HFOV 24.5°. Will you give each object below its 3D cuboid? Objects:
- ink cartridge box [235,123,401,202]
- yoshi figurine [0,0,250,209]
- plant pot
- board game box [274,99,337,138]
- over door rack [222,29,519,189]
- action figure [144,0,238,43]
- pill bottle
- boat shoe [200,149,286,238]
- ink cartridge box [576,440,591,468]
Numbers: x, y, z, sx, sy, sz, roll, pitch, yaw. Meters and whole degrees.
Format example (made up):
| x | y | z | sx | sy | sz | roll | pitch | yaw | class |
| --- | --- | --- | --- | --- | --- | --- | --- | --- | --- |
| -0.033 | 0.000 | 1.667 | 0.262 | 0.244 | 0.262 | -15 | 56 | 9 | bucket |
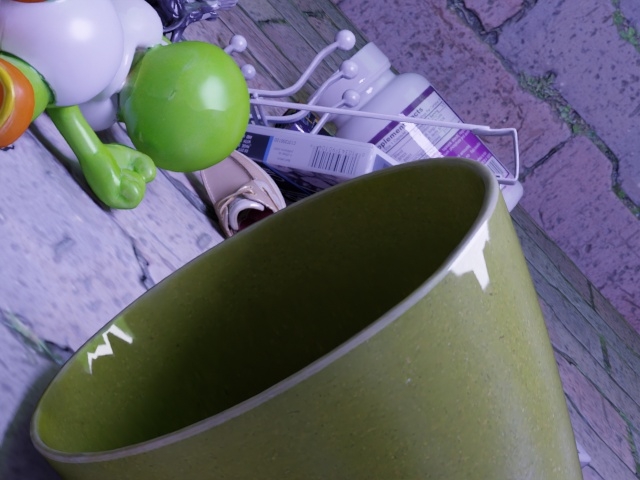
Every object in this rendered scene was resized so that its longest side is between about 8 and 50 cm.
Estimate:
| x | y | z | sx | sy | sz | roll | pitch | yaw | class |
| --- | --- | --- | --- | --- | --- | --- | --- | --- | --- |
| 0.025 | -0.061 | 1.560 | 0.206 | 0.045 | 0.208 | 12 | -10 | 38 | ink cartridge box |
| -0.157 | -0.134 | 1.137 | 0.203 | 0.203 | 0.362 | 66 | 13 | 7 | yoshi figurine |
| 0.037 | 0.149 | 0.806 | 0.293 | 0.274 | 0.275 | 60 | 9 | -16 | plant pot |
| 0.014 | -0.089 | 1.840 | 0.170 | 0.048 | 0.141 | 45 | 12 | -12 | board game box |
| 0.058 | -0.129 | 1.567 | 0.324 | 0.108 | 0.239 | 18 | -8 | 6 | over door rack |
| -0.157 | -0.315 | 1.613 | 0.164 | 0.141 | 0.276 | 96 | -19 | -55 | action figure |
| 0.125 | -0.125 | 2.043 | 0.301 | 0.169 | 0.169 | 48 | 13 | -2 | pill bottle |
| -0.063 | -0.023 | 1.355 | 0.170 | 0.063 | 0.059 | 54 | 8 | 21 | boat shoe |
| 0.233 | 0.220 | 1.622 | 0.099 | 0.056 | 0.135 | 53 | 13 | 23 | ink cartridge box |
